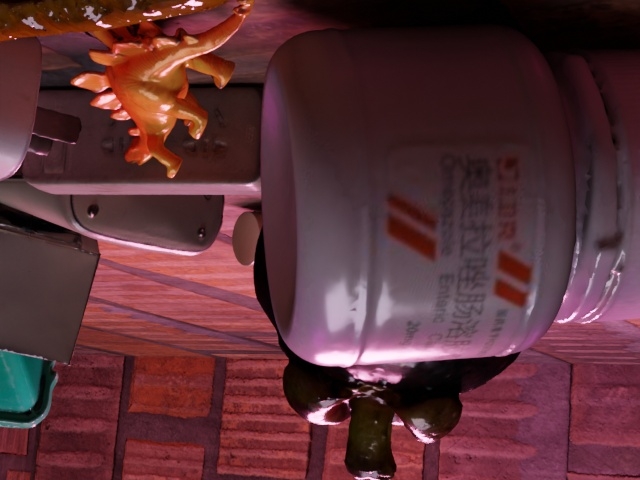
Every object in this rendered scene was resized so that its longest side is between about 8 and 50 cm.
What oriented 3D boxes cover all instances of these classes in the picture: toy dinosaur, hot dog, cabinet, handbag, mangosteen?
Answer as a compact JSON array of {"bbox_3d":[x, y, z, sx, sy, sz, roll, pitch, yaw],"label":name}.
[{"bbox_3d":[-0.134,-0.131,0.952,0.117,0.070,0.288,25,153,-9],"label":"toy dinosaur"},{"bbox_3d":[-0.154,-0.167,0.797,0.289,0.068,0.083,-5,172,34],"label":"hot dog"},{"bbox_3d":[-0.371,0.036,1.406,0.206,0.150,0.145,15,-174,-15],"label":"cabinet"},{"bbox_3d":[-0.269,-0.039,1.385,0.241,0.109,0.315,15,168,-38],"label":"handbag"},{"bbox_3d":[0.064,0.046,1.204,0.297,0.293,0.297,45,168,12],"label":"mangosteen"}]

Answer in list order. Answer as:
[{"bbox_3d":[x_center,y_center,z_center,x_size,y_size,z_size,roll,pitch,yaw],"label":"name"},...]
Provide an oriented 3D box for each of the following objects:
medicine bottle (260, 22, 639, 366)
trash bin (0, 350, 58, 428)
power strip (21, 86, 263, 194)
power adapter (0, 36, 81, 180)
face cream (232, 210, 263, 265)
[{"bbox_3d":[0.117,-0.036,0.888,0.302,0.241,0.241,-3,170,-9],"label":"medicine bottle"},{"bbox_3d":[-0.485,0.077,1.685,0.259,0.295,0.381,7,158,-9],"label":"trash bin"},{"bbox_3d":[-0.178,-0.090,1.116,0.288,0.093,0.053,1,171,16],"label":"power strip"},{"bbox_3d":[-0.322,-0.114,0.988,0.255,0.124,0.187,12,168,-35],"label":"power adapter"},{"bbox_3d":[0.000,0.000,1.584,0.224,0.070,0.114,2,172,-34],"label":"face cream"}]
